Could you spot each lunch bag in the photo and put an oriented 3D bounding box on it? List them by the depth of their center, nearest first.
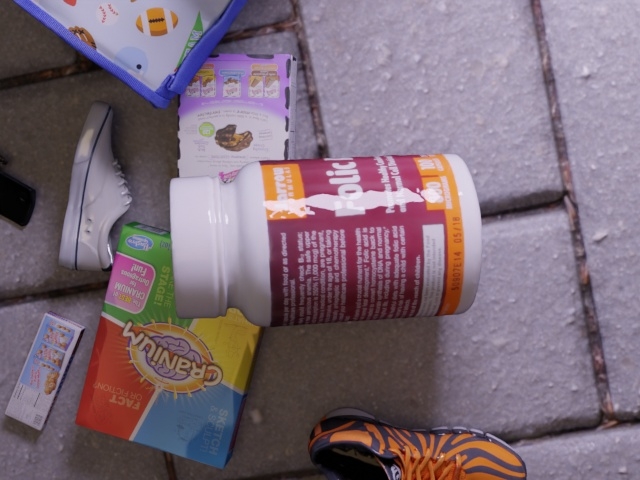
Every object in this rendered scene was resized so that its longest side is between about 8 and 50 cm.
[{"bbox_3d":[-0.265,-0.412,1.370,0.385,0.239,0.327,38,97,9],"label":"lunch bag"}]

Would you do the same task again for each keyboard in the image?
[{"bbox_3d":[-0.515,-0.107,1.539,0.192,0.038,0.100,30,122,2],"label":"keyboard"}]

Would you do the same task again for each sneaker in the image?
[{"bbox_3d":[0.135,0.334,1.424,0.321,0.180,0.124,8,97,6],"label":"sneaker"},{"bbox_3d":[-0.325,-0.077,1.493,0.091,0.094,0.258,10,103,-10],"label":"sneaker"}]

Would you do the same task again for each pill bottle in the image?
[{"bbox_3d":[0.000,0.000,1.345,0.392,0.224,0.224,-3,96,-7],"label":"pill bottle"}]

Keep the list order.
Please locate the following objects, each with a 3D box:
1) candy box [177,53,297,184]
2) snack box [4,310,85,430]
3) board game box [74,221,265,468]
[{"bbox_3d":[-0.121,-0.171,1.458,0.165,0.070,0.196,2,96,6],"label":"candy box"},{"bbox_3d":[-0.429,0.203,1.558,0.064,0.022,0.178,25,98,5],"label":"snack box"},{"bbox_3d":[-0.213,0.156,1.506,0.242,0.064,0.316,15,97,5],"label":"board game box"}]
